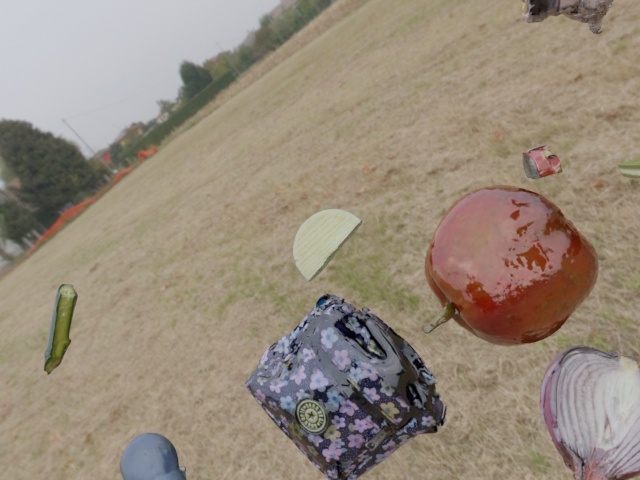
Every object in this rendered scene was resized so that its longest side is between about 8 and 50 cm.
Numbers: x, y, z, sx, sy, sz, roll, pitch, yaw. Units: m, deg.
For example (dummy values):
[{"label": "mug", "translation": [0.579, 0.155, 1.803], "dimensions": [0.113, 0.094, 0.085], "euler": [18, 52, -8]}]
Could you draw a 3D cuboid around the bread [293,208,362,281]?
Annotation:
[{"label": "bread", "translation": [0.000, -0.005, 1.090], "dimensions": [0.193, 0.112, 0.036], "euler": [-49, -20, -2]}]

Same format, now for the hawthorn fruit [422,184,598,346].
[{"label": "hawthorn fruit", "translation": [0.311, 0.062, 0.831], "dimensions": [0.330, 0.287, 0.287], "euler": [-39, 23, -10]}]

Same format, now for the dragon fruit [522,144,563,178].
[{"label": "dragon fruit", "translation": [0.424, -0.152, 0.869], "dimensions": [0.056, 0.060, 0.083], "euler": [-19, 5, 13]}]

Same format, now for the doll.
[{"label": "doll", "translation": [-0.093, 0.184, 0.296], "dimensions": [0.037, 0.125, 0.027], "euler": [-25, -24, -28]}]

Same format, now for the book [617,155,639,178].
[{"label": "book", "translation": [0.681, -0.154, 0.715], "dimensions": [0.239, 0.035, 0.352], "euler": [-23, 5, 10]}]

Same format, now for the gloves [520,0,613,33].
[{"label": "gloves", "translation": [0.375, -0.376, 0.677], "dimensions": [0.144, 0.111, 0.094], "euler": [11, 23, 4]}]

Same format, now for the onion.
[{"label": "onion", "translation": [0.593, 0.412, 0.995], "dimensions": [0.267, 0.159, 0.349], "euler": [32, 61, 21]}]

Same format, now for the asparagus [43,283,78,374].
[{"label": "asparagus", "translation": [-0.309, 0.106, 0.538], "dimensions": [0.021, 0.025, 0.108], "euler": [1, 81, 50]}]

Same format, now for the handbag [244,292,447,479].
[{"label": "handbag", "translation": [0.033, 0.196, 0.605], "dimensions": [0.208, 0.229, 0.126], "euler": [-49, -16, 21]}]
